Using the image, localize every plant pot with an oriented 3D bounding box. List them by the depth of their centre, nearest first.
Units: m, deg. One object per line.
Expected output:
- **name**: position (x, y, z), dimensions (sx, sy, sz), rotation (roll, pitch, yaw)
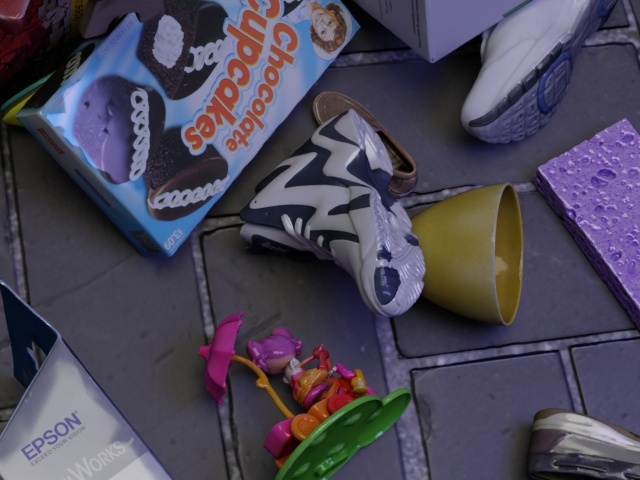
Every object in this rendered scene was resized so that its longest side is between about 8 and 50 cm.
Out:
- **plant pot**: position (0.131, 0.013, 1.466), dimensions (0.095, 0.134, 0.134), rotation (0, 64, 18)

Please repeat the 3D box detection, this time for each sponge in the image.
- **sponge**: position (0.315, -0.010, 1.546), dimensions (0.117, 0.031, 0.210), rotation (-28, 73, -19)

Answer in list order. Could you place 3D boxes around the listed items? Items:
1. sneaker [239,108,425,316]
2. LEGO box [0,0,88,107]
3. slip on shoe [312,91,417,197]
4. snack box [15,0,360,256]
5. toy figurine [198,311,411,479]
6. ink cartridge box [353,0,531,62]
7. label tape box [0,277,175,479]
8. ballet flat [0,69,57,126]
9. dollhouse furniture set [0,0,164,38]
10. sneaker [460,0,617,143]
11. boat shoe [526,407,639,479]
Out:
- **sneaker**: position (0.000, 0.000, 1.437), dimensions (0.153, 0.094, 0.235), rotation (-31, 52, 19)
- **LEGO box**: position (-0.433, -0.356, 1.497), dimensions (0.500, 0.193, 0.372), rotation (44, 68, 11)
- **slip on shoe**: position (0.045, -0.101, 1.539), dimensions (0.051, 0.041, 0.135), rotation (-34, 75, -20)
- **snack box**: position (-0.117, -0.163, 1.483), dimensions (0.187, 0.060, 0.322), rotation (49, 63, -25)
- **toy figurine**: position (-0.029, 0.126, 1.402), dimensions (0.173, 0.130, 0.159), rotation (-25, 61, -41)
- **ink cartridge box**: position (0.095, -0.333, 1.563), dimensions (0.201, 0.117, 0.278), rotation (-33, 55, -19)
- **label tape box**: position (-0.185, 0.225, 1.245), dimensions (0.115, 0.249, 0.347), rotation (-37, 76, -21)
- **ballet flat**: position (-0.198, -0.158, 1.515), dimensions (0.231, 0.077, 0.077), rotation (-37, 93, -23)
- **dollhouse furniture set**: position (-0.288, -0.350, 1.324), dimensions (0.201, 0.152, 0.374), rotation (-19, 71, -17)
- **sneaker**: position (0.210, -0.217, 1.597), dimensions (0.129, 0.111, 0.297), rotation (24, 59, 18)
- **boat shoe**: position (0.294, 0.220, 1.419), dimensions (0.224, 0.080, 0.073), rotation (19, 70, 6)
